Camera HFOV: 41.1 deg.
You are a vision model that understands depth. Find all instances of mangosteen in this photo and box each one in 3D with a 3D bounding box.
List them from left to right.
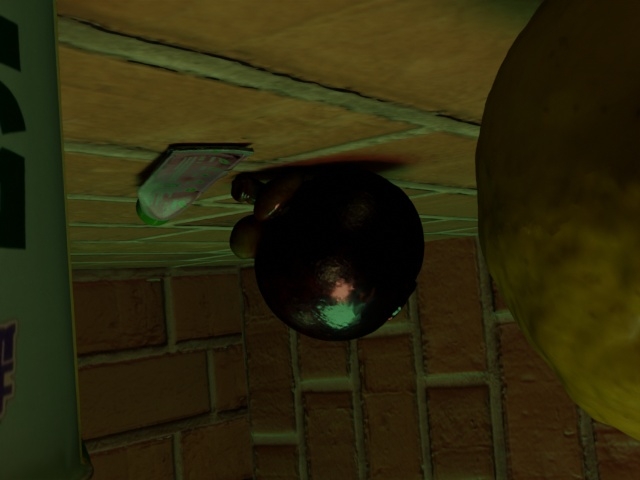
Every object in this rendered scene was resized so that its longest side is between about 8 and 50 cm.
[{"bbox_3d":[0.000,0.000,1.071,0.265,0.228,0.228,37,172,-2],"label":"mangosteen"}]

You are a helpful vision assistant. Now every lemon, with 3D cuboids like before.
[{"bbox_3d":[0.215,-0.029,0.408,0.285,0.285,0.316,-5,-161,9],"label":"lemon"}]

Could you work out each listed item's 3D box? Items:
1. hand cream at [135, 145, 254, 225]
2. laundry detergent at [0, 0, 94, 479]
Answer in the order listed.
[{"bbox_3d":[-0.160,-0.066,0.969,0.079,0.050,0.275,-31,-178,-26],"label":"hand cream"},{"bbox_3d":[-0.245,0.032,0.350,0.287,0.305,0.287,-5,176,0],"label":"laundry detergent"}]
